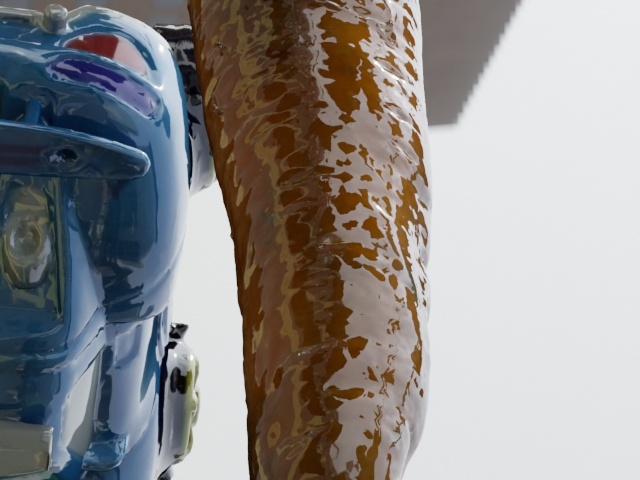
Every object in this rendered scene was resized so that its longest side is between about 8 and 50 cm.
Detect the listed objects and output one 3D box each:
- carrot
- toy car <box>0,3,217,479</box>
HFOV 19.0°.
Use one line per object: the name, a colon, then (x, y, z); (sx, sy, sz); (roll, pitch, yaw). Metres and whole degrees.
carrot: (0.000, 0.000, 0.432); (0.209, 0.061, 0.061); (-95, -167, -46)
toy car: (-0.143, 0.038, 0.773); (0.166, 0.198, 0.314); (-88, -173, -51)
